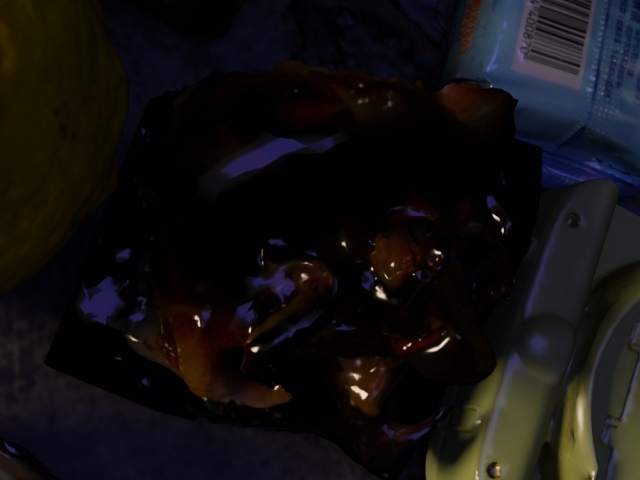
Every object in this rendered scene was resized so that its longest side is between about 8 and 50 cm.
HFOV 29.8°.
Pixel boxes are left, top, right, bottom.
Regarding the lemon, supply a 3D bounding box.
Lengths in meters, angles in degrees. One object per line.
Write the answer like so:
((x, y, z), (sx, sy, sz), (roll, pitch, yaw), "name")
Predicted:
((-0.222, -0.081, 0.552), (0.268, 0.322, 0.268), (-9, 106, -34), "lemon")

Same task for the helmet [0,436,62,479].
((-0.233, 0.177, 0.571), (0.305, 0.177, 0.225), (34, 77, -16), "helmet")

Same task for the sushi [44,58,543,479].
((-0.001, -0.001, 0.660), (0.227, 0.212, 0.215), (22, 74, -11), "sushi")

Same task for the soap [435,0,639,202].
((0.177, -0.175, 0.821), (0.156, 0.077, 0.293), (17, 75, -14), "soap")

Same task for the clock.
((0.233, 0.114, 0.765), (0.308, 0.096, 0.235), (23, 75, -14), "clock")

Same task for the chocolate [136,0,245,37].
((-0.069, -0.342, 0.647), (0.161, 0.360, 0.341), (16, 74, 0), "chocolate")
